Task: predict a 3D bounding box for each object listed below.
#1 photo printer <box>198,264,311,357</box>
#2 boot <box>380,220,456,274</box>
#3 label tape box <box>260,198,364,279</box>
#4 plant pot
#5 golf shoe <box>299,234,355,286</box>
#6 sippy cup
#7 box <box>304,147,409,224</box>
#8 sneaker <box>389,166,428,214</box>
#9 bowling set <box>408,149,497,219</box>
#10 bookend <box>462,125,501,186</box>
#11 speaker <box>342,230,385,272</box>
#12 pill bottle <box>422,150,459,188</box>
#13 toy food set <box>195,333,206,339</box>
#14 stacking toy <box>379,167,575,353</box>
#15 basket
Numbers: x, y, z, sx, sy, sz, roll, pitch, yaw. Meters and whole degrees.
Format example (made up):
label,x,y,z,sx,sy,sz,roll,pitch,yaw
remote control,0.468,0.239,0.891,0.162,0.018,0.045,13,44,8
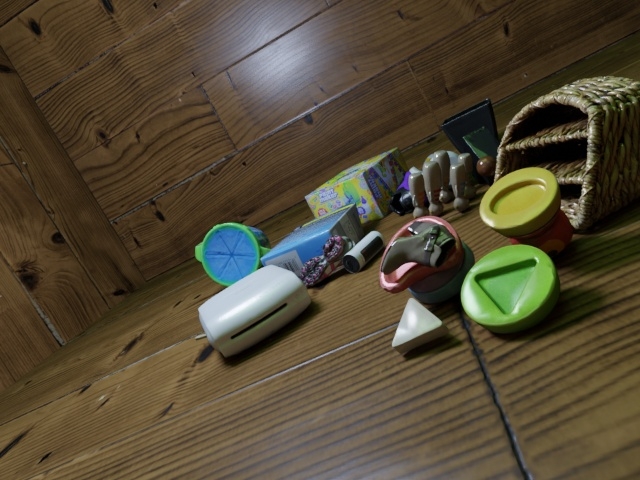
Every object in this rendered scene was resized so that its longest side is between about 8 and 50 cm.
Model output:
label,x,y,z,sx,sy,sz,roll,pitch,yaw
photo printer,-0.168,0.165,1.207,0.256,0.107,0.307,-31,11,-14
boot,0.156,0.021,0.781,0.119,0.042,0.087,-57,41,5
label tape box,0.000,0.000,1.560,0.249,0.115,0.347,-23,9,26
plant pot,0.588,-0.419,1.887,0.188,0.167,0.187,-22,12,25
golf shoe,0.021,0.063,1.311,0.085,0.068,0.186,11,-48,-46
sippy cup,-0.298,0.042,1.865,0.240,0.305,0.224,-55,-8,14
box,0.152,-0.181,1.842,0.289,0.177,0.279,-17,15,44
sneaker,0.283,-0.152,1.590,0.146,0.102,0.293,-40,4,9
bowling set,0.362,-0.136,1.294,0.199,0.154,0.287,3,26,34
bookend,0.477,-0.211,1.389,0.072,0.156,0.157,-27,55,4
speaker,0.113,0.029,1.278,0.055,0.055,0.136,-18,15,45
pill bottle,0.392,-0.223,1.554,0.117,0.118,0.208,-27,6,8
toy food set,-0.286,0.216,1.450,0.132,0.039,0.192,-22,12,31
stacking toy,0.254,0.061,0.777,0.308,0.130,0.280,-24,37,33
basket,0.444,-0.163,0.919,0.222,0.214,0.299,-28,10,-5
